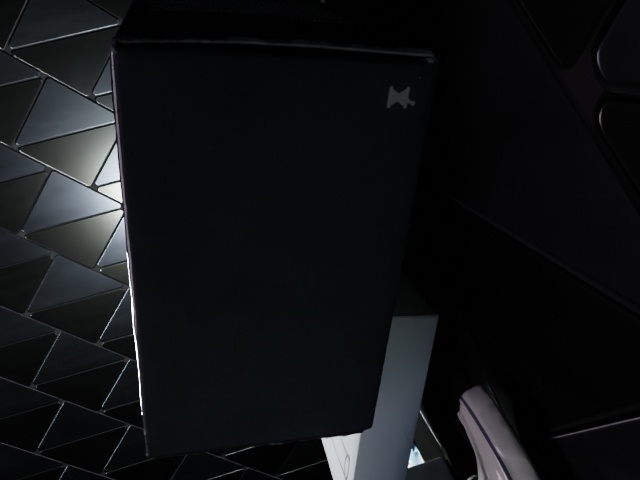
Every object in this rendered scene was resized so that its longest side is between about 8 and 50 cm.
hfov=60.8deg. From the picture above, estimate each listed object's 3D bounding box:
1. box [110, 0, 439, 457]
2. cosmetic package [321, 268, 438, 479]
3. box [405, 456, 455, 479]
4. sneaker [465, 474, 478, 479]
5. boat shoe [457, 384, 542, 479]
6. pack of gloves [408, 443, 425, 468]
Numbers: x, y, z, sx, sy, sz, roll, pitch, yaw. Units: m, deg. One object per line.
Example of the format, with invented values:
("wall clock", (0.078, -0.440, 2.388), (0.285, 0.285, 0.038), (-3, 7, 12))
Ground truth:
("box", (-0.098, -0.065, 0.749), (0.471, 0.297, 0.479), (-118, 29, -57))
("cosmetic package", (0.068, 0.212, 0.901), (0.284, 0.097, 0.377), (-122, 34, -62))
("box", (0.177, 0.431, 0.890), (0.102, 0.101, 0.087), (-119, 15, -66))
("sneaker", (0.170, 0.419, 0.706), (0.129, 0.147, 0.330), (-112, 9, -46))
("boat shoe", (0.173, 0.265, 0.484), (0.096, 0.088, 0.267), (49, -163, -60))
("pack of gloves", (0.202, 0.521, 1.174), (0.232, 0.046, 0.195), (-121, 15, -68))
